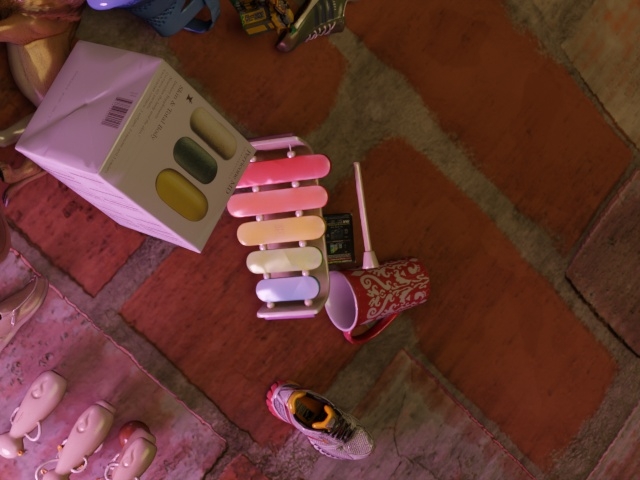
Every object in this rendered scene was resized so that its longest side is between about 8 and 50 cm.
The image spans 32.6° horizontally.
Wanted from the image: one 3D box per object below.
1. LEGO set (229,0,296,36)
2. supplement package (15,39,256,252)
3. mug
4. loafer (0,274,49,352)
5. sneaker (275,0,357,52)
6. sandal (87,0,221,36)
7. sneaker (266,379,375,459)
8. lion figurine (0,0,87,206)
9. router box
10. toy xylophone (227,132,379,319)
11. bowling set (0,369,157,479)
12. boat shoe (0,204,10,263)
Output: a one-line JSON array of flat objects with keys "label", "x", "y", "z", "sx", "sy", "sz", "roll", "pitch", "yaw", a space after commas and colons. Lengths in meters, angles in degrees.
[{"label": "LEGO set", "x": -0.074, "y": -0.502, "z": 1.752, "sx": 0.331, "sy": 0.192, "sz": 0.255, "roll": 56, "pitch": 37, "yaw": -38}, {"label": "supplement package", "x": -0.277, "y": -0.142, "z": 1.684, "sx": 0.263, "sy": 0.198, "sz": 0.199, "roll": 43, "pitch": 70, "yaw": -51}, {"label": "mug", "x": 0.099, "y": 0.100, "z": 1.992, "sx": 0.169, "sy": 0.150, "sz": 0.113, "roll": -14, "pitch": 61, "yaw": -29}, {"label": "loafer", "x": -0.484, "y": 0.111, "z": 1.722, "sx": 0.050, "sy": 0.056, "sz": 0.148, "roll": 41, "pitch": 74, "yaw": -27}, {"label": "sneaker", "x": 0.005, "y": -0.393, "z": 1.941, "sx": 0.086, "sy": 0.064, "sz": 0.192, "roll": 38, "pitch": 72, "yaw": -16}, {"label": "sandal", "x": -0.248, "y": -0.390, "z": 1.746, "sx": 0.317, "sy": 0.126, "sz": 0.138, "roll": -26, "pitch": 120, "yaw": -53}, {"label": "sneaker", "x": 0.008, "y": 0.329, "z": 1.943, "sx": 0.225, "sy": 0.093, "sz": 0.088, "roll": 33, "pitch": 77, "yaw": -23}, {"label": "lion figurine", "x": -0.434, "y": -0.266, "z": 1.714, "sx": 0.240, "sy": 0.142, "sz": 0.392, "roll": -19, "pitch": 113, "yaw": -32}, {"label": "router box", "x": 0.000, "y": 0.000, "z": 1.962, "sx": 0.122, "sy": 0.038, "sz": 0.092, "roll": -5, "pitch": 93, "yaw": -25}, {"label": "toy xylophone", "x": -0.034, "y": -0.031, "z": 1.867, "sx": 0.236, "sy": 0.081, "sz": 0.322, "roll": -14, "pitch": 91, "yaw": 20}, {"label": "bowling set", "x": -0.348, "y": 0.347, "z": 1.732, "sx": 0.154, "sy": 0.287, "sz": 0.200, "roll": -57, "pitch": 145, "yaw": -7}, {"label": "boat shoe", "x": -0.572, "y": -0.115, "z": 1.633, "sx": 0.123, "sy": 0.123, "sz": 0.342, "roll": -30, "pitch": 107, "yaw": -53}]
